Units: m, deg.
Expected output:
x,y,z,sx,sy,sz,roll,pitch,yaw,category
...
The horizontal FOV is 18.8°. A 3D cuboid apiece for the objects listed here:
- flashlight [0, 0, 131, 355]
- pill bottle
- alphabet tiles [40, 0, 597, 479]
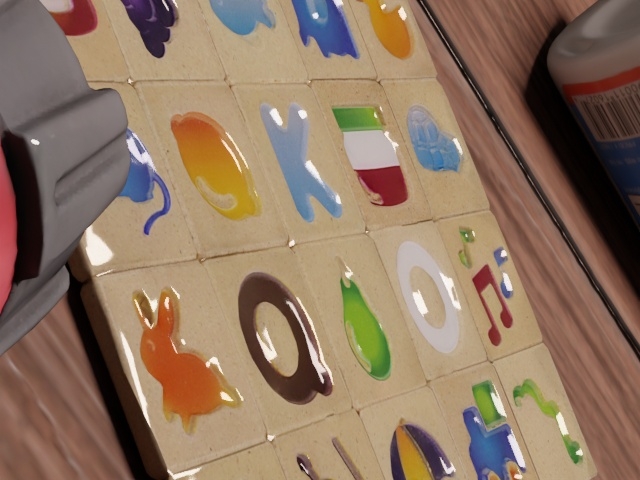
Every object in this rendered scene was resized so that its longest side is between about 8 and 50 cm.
x,y,z,sx,sy,sz,roll,pitch,yaw,category
-0.135,0.027,0.288,0.103,0.103,0.304,38,29,4,flashlight
0.212,-0.024,0.925,0.221,0.124,0.124,58,28,-16,pill bottle
0.000,0.000,0.649,0.285,0.011,0.342,-11,78,-62,alphabet tiles
